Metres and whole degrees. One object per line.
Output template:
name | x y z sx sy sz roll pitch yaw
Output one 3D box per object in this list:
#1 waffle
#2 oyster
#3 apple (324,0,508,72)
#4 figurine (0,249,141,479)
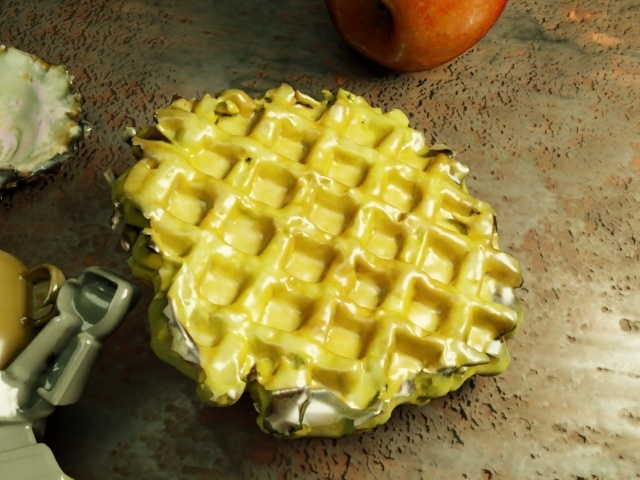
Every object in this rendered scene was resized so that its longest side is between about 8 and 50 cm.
waffle | 0.000 0.000 0.757 0.382 0.095 0.380 -9 61 -29
oyster | -0.398 -0.125 0.911 0.259 0.092 0.198 -24 63 -19
apple | 0.111 -0.309 0.904 0.218 0.218 0.201 35 67 20
figurine | -0.311 0.137 0.715 0.342 0.167 0.285 -14 63 -4
